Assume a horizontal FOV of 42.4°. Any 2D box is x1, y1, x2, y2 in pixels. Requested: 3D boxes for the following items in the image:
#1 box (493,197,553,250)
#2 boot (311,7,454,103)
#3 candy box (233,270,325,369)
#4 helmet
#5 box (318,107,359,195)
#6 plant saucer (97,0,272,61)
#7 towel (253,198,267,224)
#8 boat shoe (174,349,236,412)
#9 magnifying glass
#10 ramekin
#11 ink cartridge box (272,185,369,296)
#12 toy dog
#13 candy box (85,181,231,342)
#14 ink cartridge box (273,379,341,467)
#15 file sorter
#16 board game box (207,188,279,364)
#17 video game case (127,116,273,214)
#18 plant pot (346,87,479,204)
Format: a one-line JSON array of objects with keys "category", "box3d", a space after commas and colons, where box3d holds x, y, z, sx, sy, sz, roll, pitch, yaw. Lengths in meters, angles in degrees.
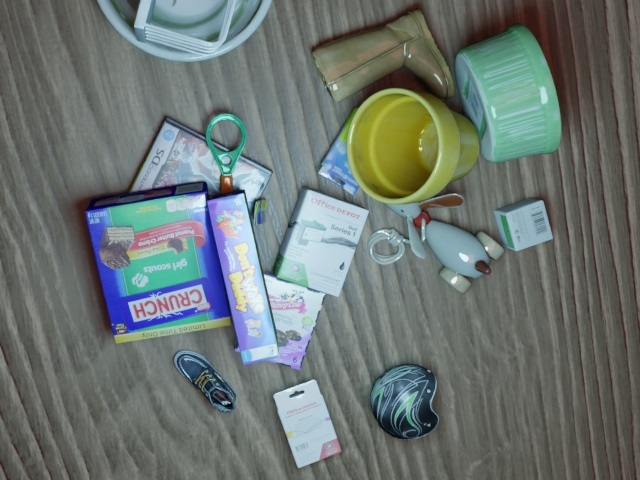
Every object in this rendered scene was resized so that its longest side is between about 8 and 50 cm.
[{"category": "box", "box3d": [0.495, -0.040, 2.016, 0.102, 0.087, 0.101, -18, 100, -6]}, {"category": "boot", "box3d": [0.146, -0.387, 1.920, 0.270, 0.089, 0.236, -26, 90, -5]}, {"category": "candy box", "box3d": [-0.098, 0.187, 1.956, 0.165, 0.070, 0.196, 18, 94, -10]}, {"category": "helmet", "box3d": [0.203, 0.380, 1.986, 0.170, 0.169, 0.161, -21, 117, -6]}, {"category": "box", "box3d": [0.080, -0.209, 1.948, 0.109, 0.042, 0.178, 31, 90, -12]}, {"category": "plant saucer", "box3d": [-0.298, -0.592, 1.808, 0.401, 0.100, 0.400, -1, 97, -9]}, {"category": "towel", "box3d": [-0.139, -0.066, 1.914, 0.010, 0.083, 0.060, 6, 95, 10]}, {"category": "boat shoe", "box3d": [-0.267, 0.330, 1.941, 0.183, 0.083, 0.065, 42, 89, -12]}, {"category": "magnifying glass", "box3d": [-0.214, -0.173, 1.881, 0.092, 0.026, 0.230, -1, 96, -10]}, {"category": "ramekin", "box3d": [0.415, -0.322, 1.866, 0.148, 0.303, 0.303, -17, 100, 1]}, {"category": "ink cartridge box", "box3d": [0.000, 0.000, 1.937, 0.160, 0.092, 0.219, 18, 95, -12]}, {"category": "toy dog", "box3d": [0.292, -0.002, 1.950, 0.334, 0.161, 0.220, 19, 94, -11]}, {"category": "candy box", "box3d": [-0.356, 0.050, 1.844, 0.268, 0.122, 0.317, -10, 108, -4]}, {"category": "ink cartridge box", "box3d": [-0.037, 0.434, 2.001, 0.115, 0.067, 0.198, -19, 101, -7]}, {"category": "file sorter", "box3d": [-0.261, -0.480, 1.638, 0.173, 0.278, 0.192, 14, 95, -12]}, {"category": "board game box", "box3d": [-0.165, 0.069, 1.782, 0.078, 0.233, 0.346, -12, 97, -3]}, {"category": "video game case", "box3d": [-0.286, -0.112, 1.905, 0.275, 0.035, 0.248, 27, 92, -11]}, {"category": "plant pot", "box3d": [0.228, -0.212, 1.856, 0.239, 0.254, 0.253, -9, 101, -49]}]
